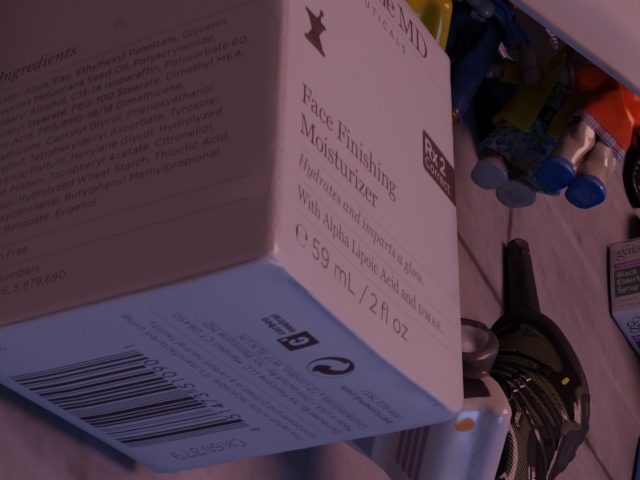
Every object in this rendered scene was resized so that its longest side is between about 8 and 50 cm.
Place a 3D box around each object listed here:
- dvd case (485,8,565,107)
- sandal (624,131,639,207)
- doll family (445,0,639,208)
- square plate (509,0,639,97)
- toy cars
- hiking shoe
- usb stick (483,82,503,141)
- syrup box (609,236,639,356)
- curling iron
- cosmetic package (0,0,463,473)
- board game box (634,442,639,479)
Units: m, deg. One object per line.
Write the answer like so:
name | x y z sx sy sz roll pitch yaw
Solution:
dvd case | 0.133 -0.231 1.093 0.239 0.029 0.179 55 36 -15
sandal | 0.382 -0.101 1.566 0.067 0.040 0.179 58 45 -20
doll family | 0.131 -0.131 0.971 0.263 0.118 0.163 38 61 -4
square plate | 0.104 -0.215 0.822 0.344 0.049 0.347 38 21 0
toy cars | 0.017 -0.038 0.736 0.176 0.087 0.394 135 -50 -69
hiking shoe | 0.121 0.112 0.884 0.114 0.086 0.227 61 31 -33
usb stick | 0.177 -0.161 1.182 0.077 0.045 0.278 59 30 -42
syrup box | 0.388 0.093 1.404 0.237 0.093 0.096 48 37 -42
curling iron | 0.157 0.109 1.012 0.068 0.035 0.274 49 36 -41
cosmetic package | -0.041 -0.023 0.548 0.151 0.151 0.184 42 41 -49
board game box | 0.495 0.301 1.270 0.308 0.302 0.086 64 28 -22
